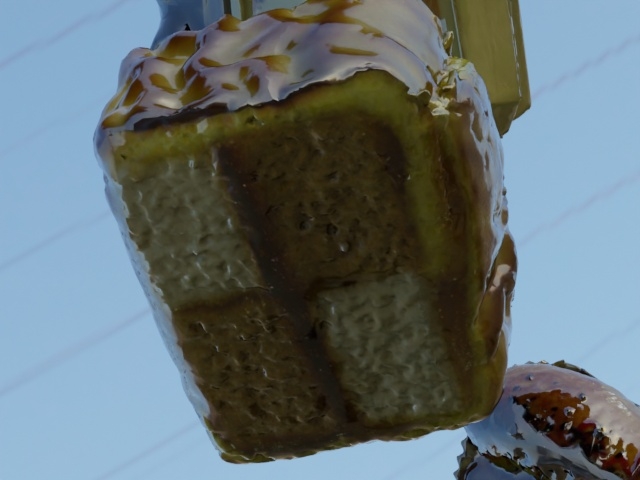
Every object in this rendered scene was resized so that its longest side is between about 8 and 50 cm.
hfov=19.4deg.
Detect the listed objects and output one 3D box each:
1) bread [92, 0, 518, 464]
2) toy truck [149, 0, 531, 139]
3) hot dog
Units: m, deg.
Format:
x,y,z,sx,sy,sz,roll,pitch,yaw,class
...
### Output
x,y,z,sx,sy,sz,roll,pitch,yaw,class
0.000,0.000,0.877,0.181,0.096,0.222,-8,-56,15,bread
0.016,-0.230,1.053,0.181,0.254,0.405,-7,-85,-35,toy truck
0.179,0.184,1.185,0.082,0.270,0.162,7,-70,-44,hot dog
